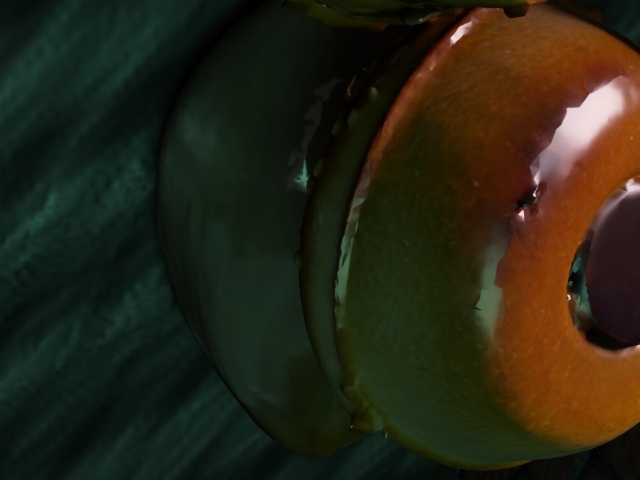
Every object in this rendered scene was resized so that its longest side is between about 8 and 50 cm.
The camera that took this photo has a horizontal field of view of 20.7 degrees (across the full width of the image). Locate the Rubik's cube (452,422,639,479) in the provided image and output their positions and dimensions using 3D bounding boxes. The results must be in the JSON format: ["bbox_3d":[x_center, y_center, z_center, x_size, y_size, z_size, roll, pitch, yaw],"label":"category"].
[{"bbox_3d":[0.239,0.091,0.958,0.237,0.238,0.237,8,120,-28],"label":"Rubik's cube"}]

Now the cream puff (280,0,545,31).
[{"bbox_3d":[0.003,-0.243,0.635,0.350,0.350,0.228,46,61,-36],"label":"cream puff"}]

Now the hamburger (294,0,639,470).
[{"bbox_3d":[0.082,-0.003,0.789,0.237,0.147,0.236,-13,109,-44],"label":"hamburger"}]

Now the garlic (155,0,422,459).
[{"bbox_3d":[-0.009,0.001,0.918,0.143,0.112,0.318,-11,137,-14],"label":"garlic"}]
